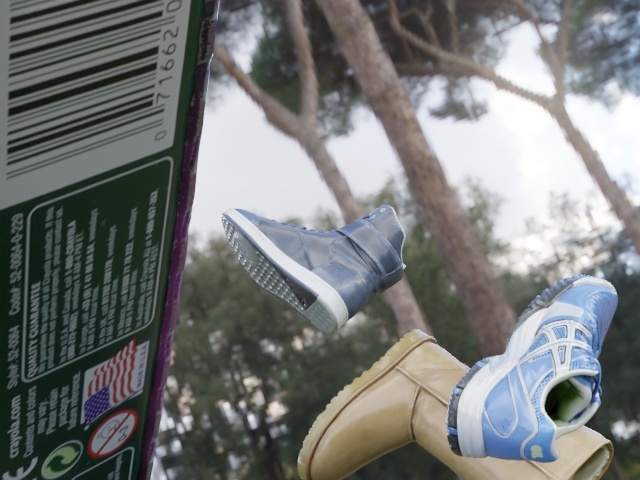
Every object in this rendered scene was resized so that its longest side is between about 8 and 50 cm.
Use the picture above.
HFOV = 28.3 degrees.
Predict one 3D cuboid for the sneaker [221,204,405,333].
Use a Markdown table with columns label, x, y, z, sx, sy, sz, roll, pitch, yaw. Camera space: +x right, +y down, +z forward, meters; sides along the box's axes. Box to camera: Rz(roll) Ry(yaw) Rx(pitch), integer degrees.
| label | x | y | z | sx | sy | sz | roll | pitch | yaw |
| --- | --- | --- | --- | --- | --- | --- | --- | --- | --- |
| sneaker | 0.001 | 0.002 | 1.524 | 0.163 | 0.226 | 0.086 | -36 | -35 | -24 |

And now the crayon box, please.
| label | x | y | z | sx | sy | sz | roll | pitch | yaw |
| --- | --- | --- | --- | --- | --- | --- | --- | --- | --- |
| crayon box | -0.189 | -0.056 | 0.525 | 0.106 | 0.313 | 0.363 | -24 | -38 | -37 |

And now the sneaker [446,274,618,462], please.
| label | x | y | z | sx | sy | sz | roll | pitch | yaw |
| --- | --- | --- | --- | --- | --- | --- | --- | --- | --- |
| sneaker | 0.178 | 0.100 | 0.947 | 0.081 | 0.080 | 0.211 | 11 | 38 | 35 |

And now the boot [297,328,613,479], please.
| label | x | y | z | sx | sy | sz | roll | pitch | yaw |
| --- | --- | --- | --- | --- | --- | --- | --- | --- | --- |
| boot | 0.139 | 0.234 | 1.376 | 0.236 | 0.269 | 0.089 | -47 | -37 | -15 |
